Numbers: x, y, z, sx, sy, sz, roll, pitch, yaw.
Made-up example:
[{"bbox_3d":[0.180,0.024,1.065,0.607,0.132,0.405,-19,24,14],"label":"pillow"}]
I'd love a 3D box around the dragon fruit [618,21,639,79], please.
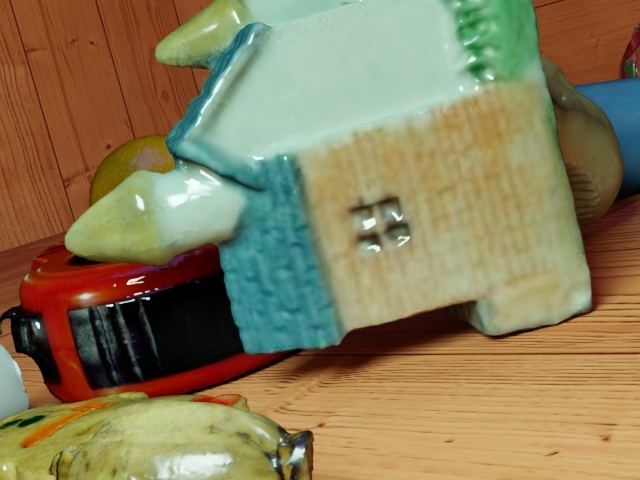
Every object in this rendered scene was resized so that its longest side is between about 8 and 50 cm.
[{"bbox_3d":[0.506,-0.217,1.473,0.269,0.198,0.200,-2,-7,-15],"label":"dragon fruit"}]

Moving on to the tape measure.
[{"bbox_3d":[-0.125,0.049,0.931,0.253,0.114,0.260,-14,11,2],"label":"tape measure"}]

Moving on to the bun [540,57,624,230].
[{"bbox_3d":[0.150,-0.089,1.020,0.231,0.231,0.133,-10,53,32],"label":"bun"}]

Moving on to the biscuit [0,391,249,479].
[{"bbox_3d":[-0.152,0.125,0.712,0.225,0.036,0.166,-9,8,39],"label":"biscuit"}]

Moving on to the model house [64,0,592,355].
[{"bbox_3d":[-0.018,-0.050,0.797,0.325,0.267,0.194,-16,11,-10],"label":"model house"}]

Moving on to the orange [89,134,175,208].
[{"bbox_3d":[-0.219,-0.053,1.602,0.206,0.206,0.206,-15,7,2],"label":"orange"}]

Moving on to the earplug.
[{"bbox_3d":[0.335,-0.112,1.192,0.273,0.132,0.132,-11,7,3],"label":"earplug"}]

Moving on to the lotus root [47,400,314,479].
[{"bbox_3d":[-0.070,0.111,0.541,0.152,0.063,0.072,-4,38,27],"label":"lotus root"}]

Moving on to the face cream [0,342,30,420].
[{"bbox_3d":[-0.340,0.143,0.792,0.269,0.073,0.107,-19,4,-31],"label":"face cream"}]
